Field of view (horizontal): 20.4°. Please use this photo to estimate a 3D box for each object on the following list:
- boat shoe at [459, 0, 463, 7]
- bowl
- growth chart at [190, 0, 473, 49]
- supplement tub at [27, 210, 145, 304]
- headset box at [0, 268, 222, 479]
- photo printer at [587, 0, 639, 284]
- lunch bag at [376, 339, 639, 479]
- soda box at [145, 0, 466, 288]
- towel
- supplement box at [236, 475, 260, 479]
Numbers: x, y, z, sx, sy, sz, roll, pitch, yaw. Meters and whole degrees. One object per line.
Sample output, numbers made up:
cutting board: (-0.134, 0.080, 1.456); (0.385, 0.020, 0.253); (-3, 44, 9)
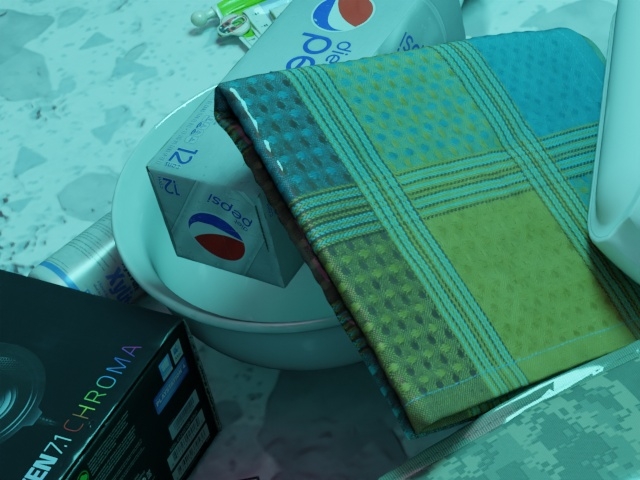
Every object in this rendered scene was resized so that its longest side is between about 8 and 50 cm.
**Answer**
boat shoe: (0.105, -0.277, 1.625); (0.114, 0.091, 0.302); (20, 46, 27)
bowl: (0.000, 0.000, 1.351); (0.298, 0.134, 0.298); (-8, 43, 7)
growth chart: (0.015, -0.194, 1.634); (0.172, 0.021, 0.237); (-34, 47, -22)
supplement tub: (-0.173, 0.024, 1.416); (0.107, 0.071, 0.071); (-39, 49, -24)
headset box: (-0.259, 0.147, 1.265); (0.283, 0.131, 0.246); (14, 49, 27)
photo printer: (0.317, -0.051, 1.271); (0.256, 0.107, 0.307); (26, 45, -11)
lunch bag: (0.140, 0.228, 1.054); (0.287, 0.169, 0.235); (-22, 44, -15)
soda box: (-0.001, -0.099, 1.291); (0.098, 0.091, 0.286); (14, 49, 28)
towel: (0.124, -0.022, 1.221); (0.370, 0.040, 0.271); (-15, 66, -42)
supplement box: (-0.075, 0.200, 1.219); (0.083, 0.055, 0.043); (-11, 43, 2)
